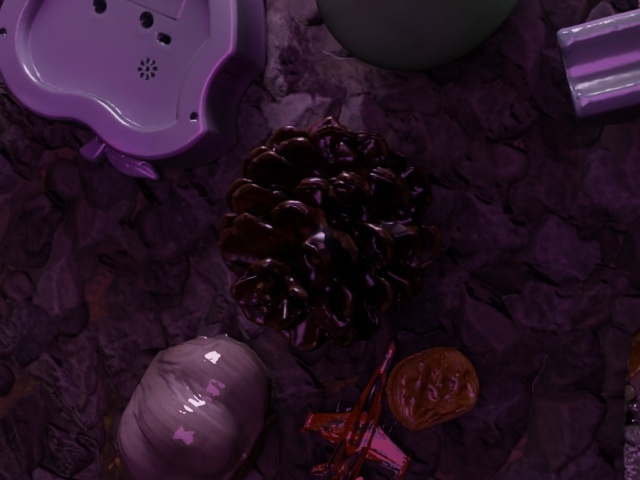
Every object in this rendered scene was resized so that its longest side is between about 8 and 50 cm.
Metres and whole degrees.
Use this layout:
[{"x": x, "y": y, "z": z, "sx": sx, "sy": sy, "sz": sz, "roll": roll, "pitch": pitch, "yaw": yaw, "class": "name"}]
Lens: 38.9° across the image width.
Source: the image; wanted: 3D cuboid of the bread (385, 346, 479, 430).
[{"x": 0.126, "y": 0.166, "z": 1.027, "sx": 0.111, "sy": 0.044, "sz": 0.083, "roll": -19, "pitch": 81, "yaw": -13, "class": "bread"}]

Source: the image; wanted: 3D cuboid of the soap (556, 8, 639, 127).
[{"x": 0.392, "y": -0.190, "z": 0.904, "sx": 0.289, "sy": 0.173, "sz": 0.095, "roll": -13, "pitch": 86, "yaw": 15, "class": "soap"}]

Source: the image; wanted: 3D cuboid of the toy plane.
[{"x": 0.054, "y": 0.206, "z": 1.063, "sx": 0.135, "sy": 0.062, "sz": 0.188, "roll": 21, "pitch": 81, "yaw": 15, "class": "toy plane"}]

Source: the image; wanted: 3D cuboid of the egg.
[{"x": 0.115, "y": -0.307, "z": 0.961, "sx": 0.270, "sy": 0.220, "sz": 0.220, "roll": -45, "pitch": 78, "yaw": 5, "class": "egg"}]

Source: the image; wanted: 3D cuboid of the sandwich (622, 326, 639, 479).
[{"x": 0.371, "y": 0.228, "z": 0.944, "sx": 0.288, "sy": 0.099, "sz": 0.254, "roll": -43, "pitch": 85, "yaw": 12, "class": "sandwich"}]

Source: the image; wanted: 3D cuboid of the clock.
[{"x": -0.234, "y": -0.245, "z": 1.123, "sx": 0.338, "sy": 0.102, "sz": 0.338, "roll": 0, "pitch": 90, "yaw": 16, "class": "clock"}]

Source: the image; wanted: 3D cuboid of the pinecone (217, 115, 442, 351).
[{"x": 0.006, "y": 0.007, "z": 0.985, "sx": 0.243, "sy": 0.243, "sz": 0.257, "roll": 1, "pitch": 57, "yaw": 16, "class": "pinecone"}]

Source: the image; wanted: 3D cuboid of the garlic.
[{"x": -0.165, "y": 0.226, "z": 1.080, "sx": 0.178, "sy": 0.143, "sz": 0.229, "roll": 29, "pitch": 106, "yaw": 13, "class": "garlic"}]
